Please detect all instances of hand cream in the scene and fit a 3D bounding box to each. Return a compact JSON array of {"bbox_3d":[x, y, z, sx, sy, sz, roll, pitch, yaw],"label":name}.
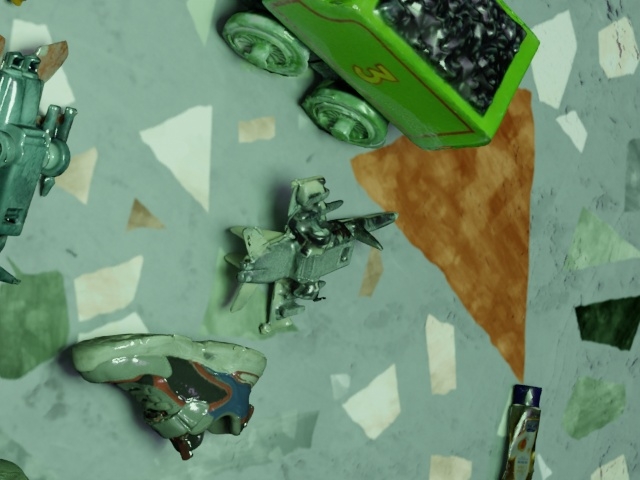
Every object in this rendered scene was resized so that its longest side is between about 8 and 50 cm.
[{"bbox_3d":[0.241,0.257,1.929,0.062,0.039,0.163,14,86,-51],"label":"hand cream"}]

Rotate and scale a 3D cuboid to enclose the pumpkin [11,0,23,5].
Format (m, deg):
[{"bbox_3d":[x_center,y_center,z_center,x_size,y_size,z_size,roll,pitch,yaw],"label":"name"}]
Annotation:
[{"bbox_3d":[-0.292,-0.279,1.513,0.074,0.054,0.083,39,75,-26],"label":"pumpkin"}]

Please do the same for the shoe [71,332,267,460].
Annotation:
[{"bbox_3d":[-0.156,0.158,1.602,0.228,0.099,0.125,9,84,-39],"label":"shoe"}]

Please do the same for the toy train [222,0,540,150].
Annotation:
[{"bbox_3d":[0.054,-0.221,1.643,0.307,0.249,0.173,40,68,-30],"label":"toy train"}]

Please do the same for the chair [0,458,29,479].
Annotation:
[{"bbox_3d":[-0.440,0.234,1.375,0.319,0.160,0.186,26,72,-33],"label":"chair"}]

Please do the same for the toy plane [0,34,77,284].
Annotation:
[{"bbox_3d":[-0.310,-0.037,1.481,0.223,0.104,0.326,3,95,-64],"label":"toy plane"}]

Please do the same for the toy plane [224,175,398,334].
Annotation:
[{"bbox_3d":[0.007,0.005,1.719,0.262,0.088,0.192,-12,127,-37],"label":"toy plane"}]
